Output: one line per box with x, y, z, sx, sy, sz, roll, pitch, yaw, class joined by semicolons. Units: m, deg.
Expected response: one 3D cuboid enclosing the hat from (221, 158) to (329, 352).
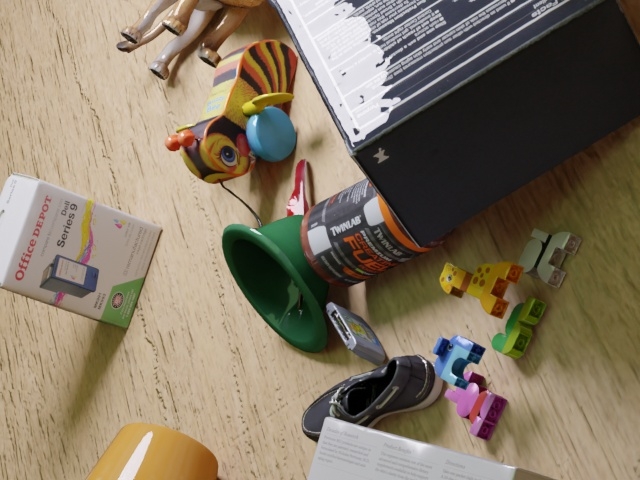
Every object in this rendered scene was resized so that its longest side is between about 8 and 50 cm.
0.000;0.000;1.905;0.183;0.208;0.173;-37;-5;-25;hat

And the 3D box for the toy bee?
-0.111;-0.137;2.028;0.195;0.162;0.298;-36;46;32;toy bee

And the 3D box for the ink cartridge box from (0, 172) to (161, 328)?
-0.344;0.015;2.189;0.093;0.212;0.154;11;80;52;ink cartridge box

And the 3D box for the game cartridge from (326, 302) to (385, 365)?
0.041;0.105;1.798;0.017;0.056;0.083;-47;39;13;game cartridge

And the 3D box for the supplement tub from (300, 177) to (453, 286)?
0.076;-0.025;1.783;0.198;0.106;0.106;-27;52;41;supplement tub

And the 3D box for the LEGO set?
0.163;0.075;1.640;0.093;0.087;0.227;28;93;53;LEGO set

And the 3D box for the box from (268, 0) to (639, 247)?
0.143;-0.201;1.660;0.296;0.182;0.294;-31;44;7;box

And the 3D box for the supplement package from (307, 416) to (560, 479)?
0.137;0.272;1.470;0.262;0.204;0.145;8;79;52;supplement package

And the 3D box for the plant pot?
-0.210;0.326;1.895;0.205;0.205;0.188;-16;44;46;plant pot

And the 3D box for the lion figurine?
-0.147;-0.355;2.205;0.392;0.142;0.240;10;66;58;lion figurine

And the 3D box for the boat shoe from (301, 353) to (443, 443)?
0.041;0.170;1.758;0.206;0.065;0.075;-27;52;41;boat shoe
